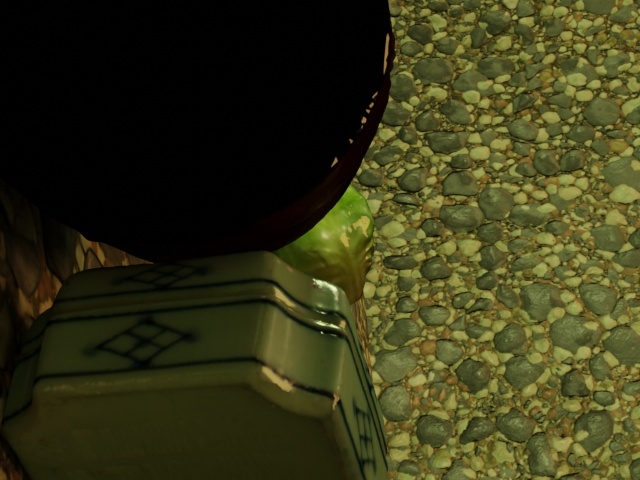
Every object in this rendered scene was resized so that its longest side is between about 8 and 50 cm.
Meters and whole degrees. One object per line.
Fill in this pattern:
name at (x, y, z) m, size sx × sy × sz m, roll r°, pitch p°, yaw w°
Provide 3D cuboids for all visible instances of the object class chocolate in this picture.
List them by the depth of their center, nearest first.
chocolate at (-0.126, -0.144, 1.179) m, size 0.331 × 0.384 × 0.383 m, roll 120°, pitch -37°, yaw -77°

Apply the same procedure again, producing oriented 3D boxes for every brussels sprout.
brussels sprout at (0.000, 0.000, 2.329) m, size 0.244 × 0.244 × 0.244 m, roll -10°, pitch 90°, yaw -82°

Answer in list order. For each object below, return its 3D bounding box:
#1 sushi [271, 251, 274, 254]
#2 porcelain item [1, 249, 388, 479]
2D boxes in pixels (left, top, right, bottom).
sushi at (-0.083, 0.123, 2.041) m, size 0.343 × 0.064 × 0.359 m, roll 87°, pitch -8°, yaw -74°
porcelain item at (-0.096, 0.150, 1.085) m, size 0.157 × 0.286 × 0.281 m, roll -84°, pitch 161°, yaw -45°
